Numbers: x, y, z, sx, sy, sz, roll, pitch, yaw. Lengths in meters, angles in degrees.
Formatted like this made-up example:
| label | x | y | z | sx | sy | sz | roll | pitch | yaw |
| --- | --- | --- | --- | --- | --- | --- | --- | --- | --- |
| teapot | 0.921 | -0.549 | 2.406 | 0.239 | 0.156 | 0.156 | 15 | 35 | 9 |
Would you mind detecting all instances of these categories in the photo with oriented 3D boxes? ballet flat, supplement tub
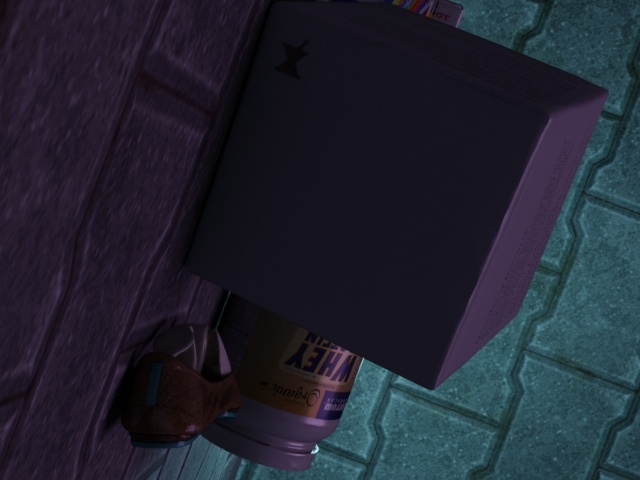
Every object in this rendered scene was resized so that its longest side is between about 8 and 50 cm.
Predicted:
| label | x | y | z | sx | sy | sz | roll | pitch | yaw |
| --- | --- | --- | --- | --- | --- | --- | --- | --- | --- |
| ballet flat | -0.156 | 0.158 | 1.490 | 0.342 | 0.116 | 0.124 | 16 | 76 | -83 |
| supplement tub | -0.051 | 0.170 | 1.983 | 0.228 | 0.228 | 0.316 | -34 | 144 | -84 |

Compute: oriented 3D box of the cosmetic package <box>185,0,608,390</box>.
| label | x | y | z | sx | sy | sz | roll | pitch | yaw |
| --- | --- | --- | --- | --- | --- | --- | --- | --- | --- |
| cosmetic package | 0.104 | -0.078 | 1.533 | 0.394 | 0.329 | 0.327 | -23 | 136 | -66 |

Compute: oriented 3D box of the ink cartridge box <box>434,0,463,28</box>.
| label | x | y | z | sx | sy | sz | roll | pitch | yaw |
| --- | --- | --- | --- | --- | --- | --- | --- | --- | --- |
| ink cartridge box | 0.150 | -0.358 | 2.434 | 0.100 | 0.172 | 0.237 | -63 | 173 | -74 |

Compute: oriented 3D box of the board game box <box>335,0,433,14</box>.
| label | x | y | z | sx | sy | sz | roll | pitch | yaw |
| --- | --- | --- | --- | --- | --- | --- | --- | --- | --- |
| board game box | 0.157 | -0.434 | 1.977 | 0.347 | 0.078 | 0.233 | -49 | 173 | -11 |

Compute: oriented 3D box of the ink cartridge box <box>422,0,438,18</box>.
| label | x | y | z | sx | sy | sz | roll | pitch | yaw |
| --- | --- | --- | --- | --- | --- | --- | --- | --- | --- |
| ink cartridge box | 0.148 | -0.451 | 2.219 | 0.272 | 0.130 | 0.309 | -35 | 146 | -82 |
